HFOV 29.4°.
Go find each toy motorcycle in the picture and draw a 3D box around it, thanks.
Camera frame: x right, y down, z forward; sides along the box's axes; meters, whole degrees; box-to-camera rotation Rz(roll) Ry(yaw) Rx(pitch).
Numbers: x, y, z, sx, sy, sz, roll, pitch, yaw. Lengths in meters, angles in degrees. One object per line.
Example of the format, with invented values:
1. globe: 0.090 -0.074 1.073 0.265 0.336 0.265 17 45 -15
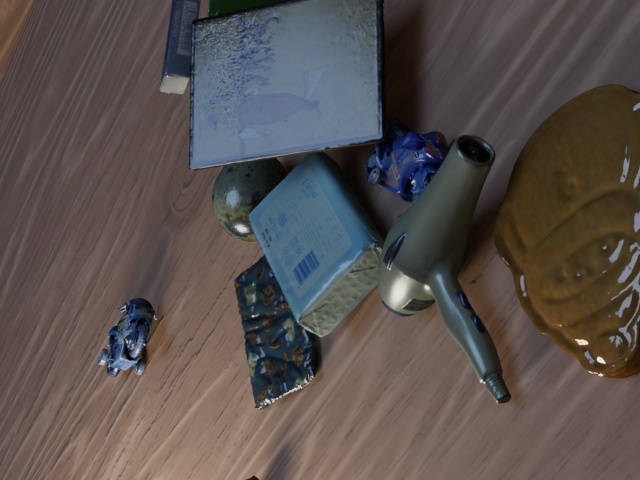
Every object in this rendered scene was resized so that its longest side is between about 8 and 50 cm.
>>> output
1. toy motorcycle: -0.393 0.197 2.495 0.254 0.092 0.135 142 141 -59
2. toy motorcycle: 0.130 -0.116 1.777 0.114 0.076 0.205 -63 31 7

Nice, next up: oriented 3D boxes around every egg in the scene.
1. egg: -0.114 -0.079 2.092 0.141 0.141 0.182 -51 21 36

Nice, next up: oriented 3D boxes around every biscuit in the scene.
1. biscuit: 0.330 -0.023 1.433 0.312 0.057 0.351 -52 39 37

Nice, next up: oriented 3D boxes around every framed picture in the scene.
1. framed picture: -0.057 -0.251 1.882 0.338 0.014 0.255 -6 76 25

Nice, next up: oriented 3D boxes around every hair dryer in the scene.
1. hair dryer: 0.185 0.016 1.577 0.298 0.119 0.296 44 134 50

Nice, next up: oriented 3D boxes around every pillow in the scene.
1. pillow: -0.075 0.138 2.034 0.189 0.034 0.256 -36 55 47

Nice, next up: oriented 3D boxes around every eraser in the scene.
1. eraser: -0.240 -0.367 2.117 0.092 0.046 0.212 142 136 -73

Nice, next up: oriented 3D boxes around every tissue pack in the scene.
1. tissue pack: 0.000 0.000 1.901 0.177 0.089 0.263 -45 40 14

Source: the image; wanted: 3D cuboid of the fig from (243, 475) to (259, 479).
1. fig: -0.122 0.427 1.991 0.074 0.074 0.088 -13 44 56

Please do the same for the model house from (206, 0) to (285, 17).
1. model house: -0.141 -0.390 2.158 0.313 0.242 0.358 -4 78 61
